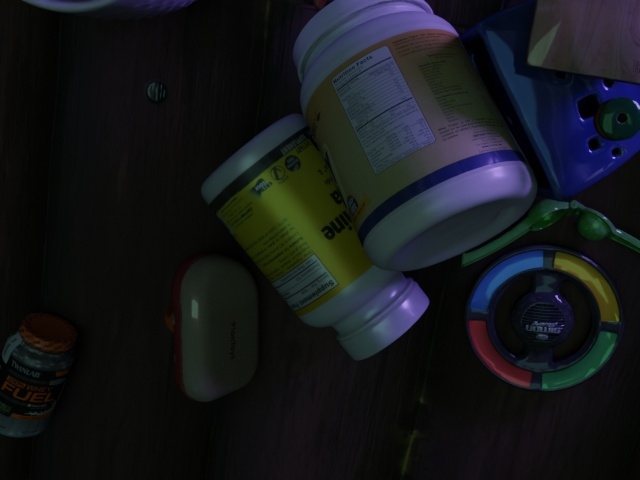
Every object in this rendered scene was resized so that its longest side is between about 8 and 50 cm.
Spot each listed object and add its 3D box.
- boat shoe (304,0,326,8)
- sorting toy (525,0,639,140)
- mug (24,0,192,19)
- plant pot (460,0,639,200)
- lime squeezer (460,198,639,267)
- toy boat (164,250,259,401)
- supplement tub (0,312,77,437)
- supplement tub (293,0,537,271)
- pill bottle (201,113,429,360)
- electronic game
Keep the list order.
[{"bbox_3d":[0.007,-0.431,1.024,0.073,0.073,0.207,21,99,8],"label":"boat shoe"},{"bbox_3d":[0.296,-0.251,0.795,0.132,0.046,0.274,9,96,1],"label":"sorting toy"},{"bbox_3d":[-0.200,-0.430,0.929,0.374,0.328,0.276,-11,101,13],"label":"mug"},{"bbox_3d":[0.324,-0.204,0.934,0.212,0.236,0.236,-25,96,8],"label":"plant pot"},{"bbox_3d":[0.358,-0.007,1.038,0.310,0.110,0.059,5,142,6],"label":"lime squeezer"},{"bbox_3d":[-0.189,0.129,1.171,0.151,0.151,0.231,13,107,38],"label":"toy boat"},{"bbox_3d":[-0.486,0.225,1.246,0.117,0.117,0.190,27,107,4],"label":"supplement tub"},{"bbox_3d":[0.109,-0.143,0.946,0.228,0.228,0.316,-29,71,16],"label":"supplement tub"},{"bbox_3d":[0.000,0.000,1.062,0.188,0.188,0.334,-38,94,17],"label":"pill bottle"},{"bbox_3d":[0.329,0.117,1.096,0.229,0.048,0.229,2,103,10],"label":"electronic game"}]
